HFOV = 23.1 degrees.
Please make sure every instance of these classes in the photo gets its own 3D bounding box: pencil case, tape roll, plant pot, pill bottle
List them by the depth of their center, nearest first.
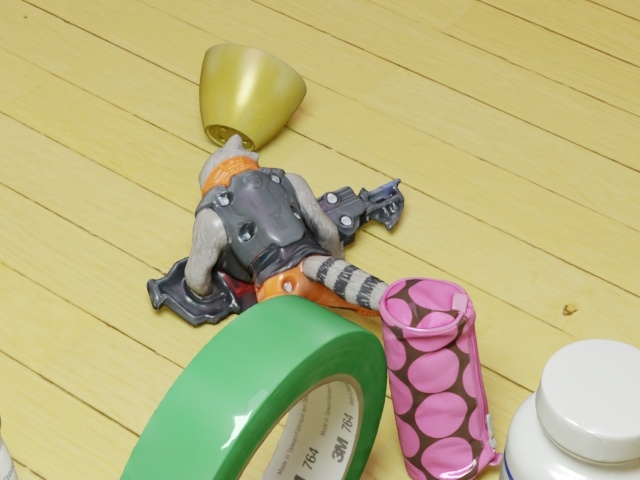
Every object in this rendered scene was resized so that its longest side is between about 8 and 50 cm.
[{"bbox_3d":[-0.060,0.206,1.356,0.077,0.321,0.321,28,48,24],"label":"tape roll"},{"bbox_3d":[0.236,0.219,1.395,0.152,0.272,0.152,2,43,-2],"label":"pill bottle"},{"bbox_3d":[0.118,0.137,1.525,0.098,0.209,0.095,4,36,25],"label":"pencil case"},{"bbox_3d":[-0.095,-0.164,1.916,0.134,0.134,0.095,15,69,13],"label":"plant pot"}]

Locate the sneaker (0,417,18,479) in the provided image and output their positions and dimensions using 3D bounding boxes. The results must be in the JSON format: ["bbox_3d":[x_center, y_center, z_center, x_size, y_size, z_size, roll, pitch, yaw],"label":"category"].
[{"bbox_3d":[-0.418,0.211,1.491,0.297,0.129,0.111,4,41,29],"label":"sneaker"}]

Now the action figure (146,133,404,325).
[{"bbox_3d":[0.000,0.000,1.699,0.341,0.178,0.330,-32,62,-29],"label":"action figure"}]
